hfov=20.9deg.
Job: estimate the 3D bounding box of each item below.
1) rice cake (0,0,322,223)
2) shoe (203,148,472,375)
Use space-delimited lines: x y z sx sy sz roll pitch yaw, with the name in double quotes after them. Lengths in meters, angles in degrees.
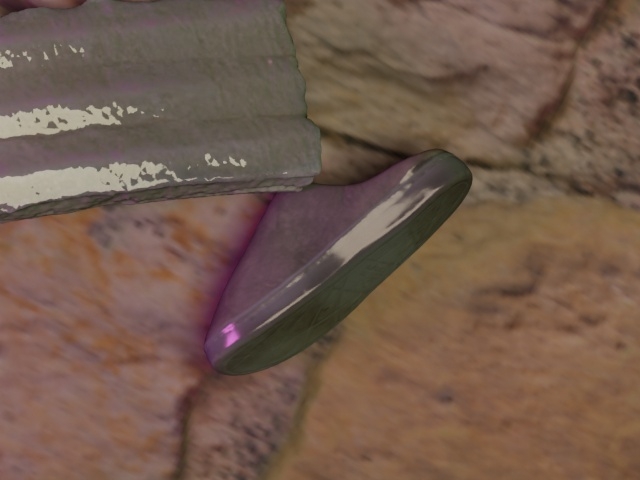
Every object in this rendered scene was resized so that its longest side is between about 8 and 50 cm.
-0.122 -0.076 0.986 0.237 0.043 0.127 -9 78 -21 "rice cake"
0.000 0.000 1.052 0.195 0.079 0.078 -37 68 -3 "shoe"
